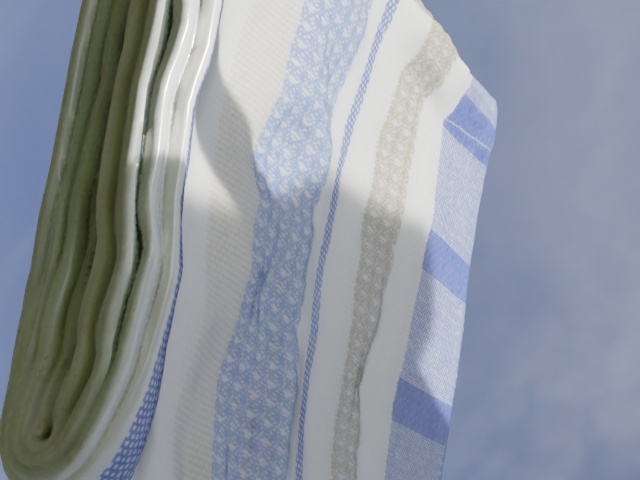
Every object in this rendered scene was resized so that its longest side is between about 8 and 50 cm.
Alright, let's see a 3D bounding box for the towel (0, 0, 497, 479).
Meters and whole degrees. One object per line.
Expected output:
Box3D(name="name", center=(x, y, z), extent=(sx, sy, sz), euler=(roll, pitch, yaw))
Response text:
Box3D(name="towel", center=(0.000, 0.000, 0.494), extent=(0.034, 0.285, 0.209), euler=(3, -107, 21))
